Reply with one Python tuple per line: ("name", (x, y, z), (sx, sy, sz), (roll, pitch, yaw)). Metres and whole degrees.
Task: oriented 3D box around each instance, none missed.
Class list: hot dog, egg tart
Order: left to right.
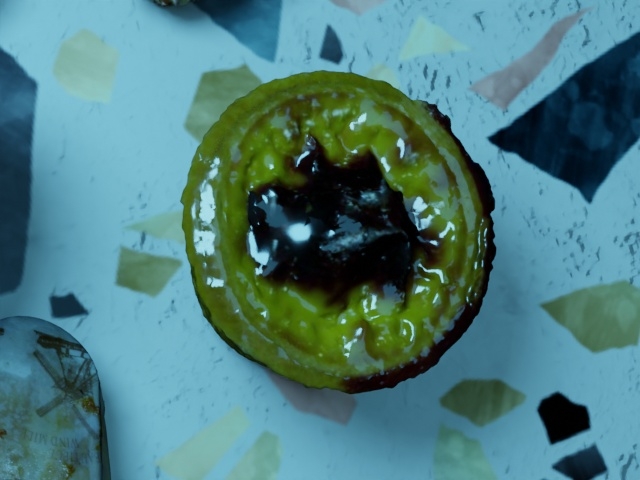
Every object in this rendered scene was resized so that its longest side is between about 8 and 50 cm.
("hot dog", (-0.197, 0.166, 0.736), (0.144, 0.075, 0.268), (18, 51, -24))
("egg tart", (0.000, 0.000, 0.818), (0.215, 0.171, 0.215), (3, 78, -16))

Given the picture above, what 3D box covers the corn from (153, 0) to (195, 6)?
("corn", (-0.034, -0.263, 0.914), (0.280, 0.092, 0.092), (-32, 89, -24))
